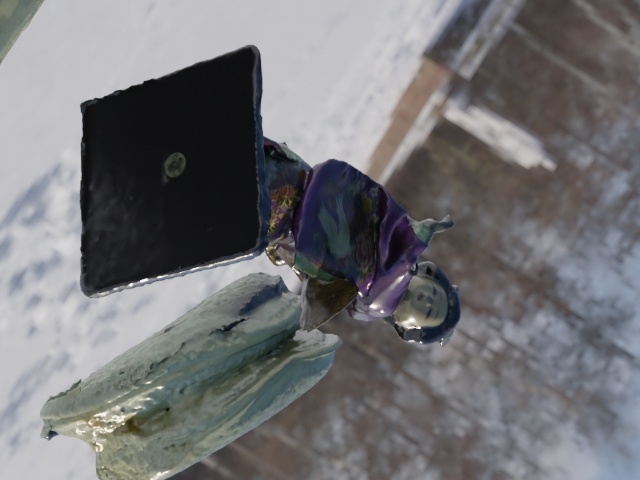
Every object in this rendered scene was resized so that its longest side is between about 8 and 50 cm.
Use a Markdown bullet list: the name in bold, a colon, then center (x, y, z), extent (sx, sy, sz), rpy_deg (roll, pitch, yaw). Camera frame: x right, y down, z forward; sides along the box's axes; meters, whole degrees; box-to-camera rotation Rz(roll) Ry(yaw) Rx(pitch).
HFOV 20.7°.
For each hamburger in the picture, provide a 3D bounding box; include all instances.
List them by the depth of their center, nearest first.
- **hamburger**: center (-0.061, 0.066, 0.847), extent (0.133, 0.062, 0.140), rpy_deg (-24, -171, 45)

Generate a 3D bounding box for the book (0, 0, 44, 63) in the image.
- **book**: center (-0.129, -0.102, 0.585), extent (0.127, 0.014, 0.182), rpy_deg (-54, -143, 3)

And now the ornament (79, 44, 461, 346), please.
- **ornament**: center (0.005, -0.003, 0.695), extent (0.081, 0.203, 0.088), rpy_deg (-17, -117, 37)
